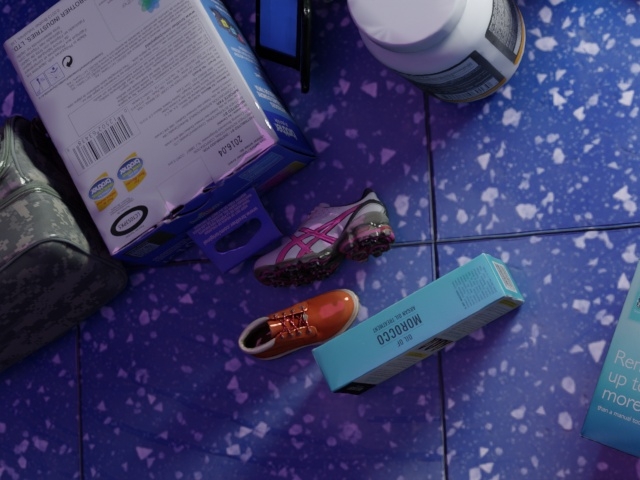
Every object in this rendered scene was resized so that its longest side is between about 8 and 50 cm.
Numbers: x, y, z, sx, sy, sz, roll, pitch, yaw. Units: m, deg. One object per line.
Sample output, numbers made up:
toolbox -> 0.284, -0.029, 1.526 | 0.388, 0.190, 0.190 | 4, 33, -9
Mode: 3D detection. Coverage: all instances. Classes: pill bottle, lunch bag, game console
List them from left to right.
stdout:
lunch bag -> -0.444, 0.009, 2.095 | 0.305, 0.212, 0.256 | -36, 57, 13
game console -> -0.048, -0.261, 2.012 | 0.071, 0.107, 0.122 | 0, 126, -1
pill bottle -> 0.135, -0.260, 1.862 | 0.162, 0.278, 0.162 | -2, 83, 19

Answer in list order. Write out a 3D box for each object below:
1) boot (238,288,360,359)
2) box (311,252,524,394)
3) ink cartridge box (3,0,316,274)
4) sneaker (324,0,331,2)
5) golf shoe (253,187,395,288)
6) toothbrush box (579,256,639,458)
boot -> -0.028, 0.105, 1.988 | 0.158, 0.084, 0.059 | -27, 74, 14
box -> 0.118, 0.104, 1.926 | 0.244, 0.100, 0.060 | -30, 74, 14
ink cartridge box -> -0.193, -0.151, 2.040 | 0.270, 0.151, 0.395 | -33, 73, 15
sneaker -> -0.011, -0.345, 2.020 | 0.211, 0.080, 0.081 | 5, 94, 10
golf shoe -> 0.000, 0.000, 2.003 | 0.186, 0.067, 0.086 | -22, 61, 10
toothbrush box -> 0.448, 0.118, 1.786 | 0.216, 0.126, 0.296 | 20, 90, 24
